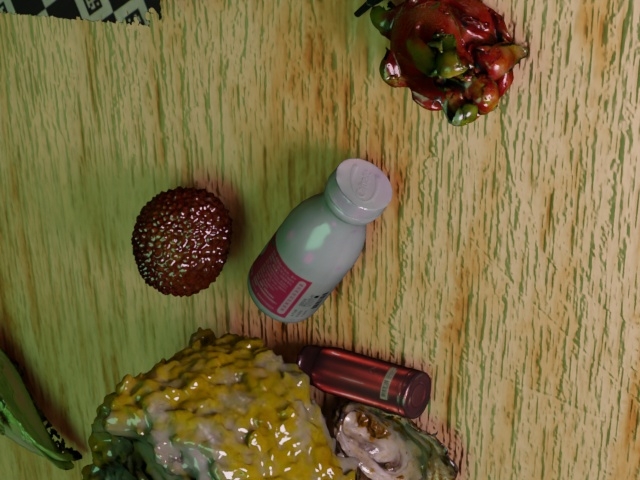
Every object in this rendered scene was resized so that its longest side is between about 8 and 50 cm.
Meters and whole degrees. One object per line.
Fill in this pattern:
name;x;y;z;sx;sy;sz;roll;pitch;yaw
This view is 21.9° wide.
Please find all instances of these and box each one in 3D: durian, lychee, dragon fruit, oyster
durian;-0.482;0.190;2.326;0.106;0.132;0.375;-38;94;23
lychee;-0.159;-0.002;1.906;0.123;0.123;0.129;41;137;12
dragon fruit;0.123;-0.177;1.564;0.142;0.175;0.138;-16;119;9
oyster;0.084;0.241;1.911;0.177;0.056;0.105;20;122;29

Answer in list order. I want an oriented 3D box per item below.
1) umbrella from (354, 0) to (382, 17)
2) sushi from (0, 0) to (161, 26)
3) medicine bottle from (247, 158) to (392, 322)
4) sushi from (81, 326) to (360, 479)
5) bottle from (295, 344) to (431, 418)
umbrella;0.100;-0.279;1.555;0.269;0.044;0.044;-33;63;47
sushi;-0.263;-0.369;1.801;0.290;0.050;0.264;8;107;40
medicine bottle;0.000;0.000;1.793;0.090;0.090;0.217;45;136;7
sushi;-0.124;0.302;1.957;0.351;0.240;0.396;50;146;18
bottle;0.045;0.157;1.888;0.164;0.060;0.060;14;126;34
